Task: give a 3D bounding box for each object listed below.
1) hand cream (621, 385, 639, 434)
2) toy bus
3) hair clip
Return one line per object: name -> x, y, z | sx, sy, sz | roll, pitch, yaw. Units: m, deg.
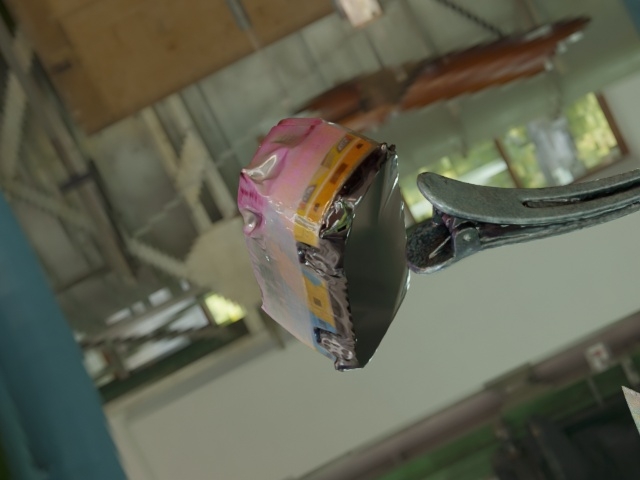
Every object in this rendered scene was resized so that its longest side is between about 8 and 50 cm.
hand cream -> 0.494, 0.292, 2.354 | 0.047, 0.174, 0.076 | -33, -161, -15
toy bus -> 0.000, 0.000, 1.963 | 0.171, 0.162, 0.386 | -59, 161, -23
hair clip -> 0.193, -0.037, 1.204 | 0.275, 0.083, 0.048 | -12, -137, -20
